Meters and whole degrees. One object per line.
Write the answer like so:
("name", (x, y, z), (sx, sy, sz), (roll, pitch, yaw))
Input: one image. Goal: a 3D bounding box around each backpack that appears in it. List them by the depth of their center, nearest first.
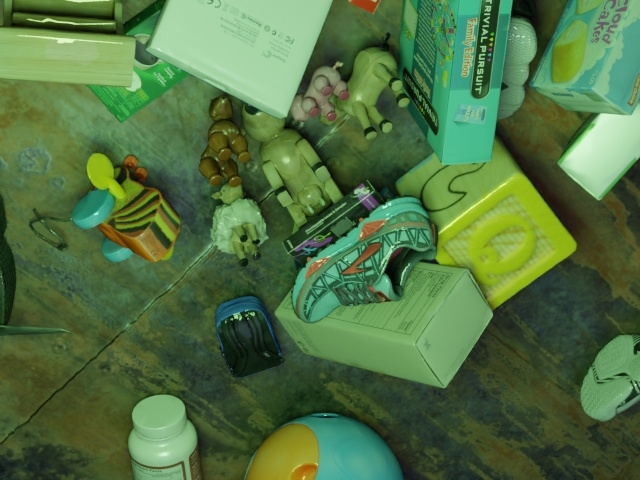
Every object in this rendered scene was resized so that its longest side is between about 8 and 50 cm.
("backpack", (-0.128, 0.152, 2.047), (0.098, 0.101, 0.120), (-21, 120, -2))

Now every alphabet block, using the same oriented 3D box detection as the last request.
("alphabet block", (0.261, -0.040, 1.966), (0.192, 0.197, 0.193), (-39, 122, 11))

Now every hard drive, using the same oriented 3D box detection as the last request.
("hard drive", (-0.083, -0.355, 1.674), (0.210, 0.040, 0.318), (25, 78, -22))

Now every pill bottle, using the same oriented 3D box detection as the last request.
("pill bottle", (-0.270, 0.380, 2.141), (0.121, 0.121, 0.216), (-8, 122, -9))

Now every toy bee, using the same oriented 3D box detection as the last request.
("toy bee", (-0.302, -0.063, 1.831), (0.162, 0.298, 0.195), (-55, 149, -24))

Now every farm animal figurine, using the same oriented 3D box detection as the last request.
("farm animal figurine", (-0.034, -0.151, 1.857), (0.330, 0.172, 0.326), (-19, 136, -11))

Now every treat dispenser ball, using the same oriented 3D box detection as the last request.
("treat dispenser ball", (0.006, 0.447, 2.148), (0.288, 0.288, 0.288), (-6, 122, -10))

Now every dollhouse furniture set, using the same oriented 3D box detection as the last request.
("dollhouse furniture set", (-0.318, -0.428, 1.551), (0.362, 0.256, 0.394), (2, 120, -15))

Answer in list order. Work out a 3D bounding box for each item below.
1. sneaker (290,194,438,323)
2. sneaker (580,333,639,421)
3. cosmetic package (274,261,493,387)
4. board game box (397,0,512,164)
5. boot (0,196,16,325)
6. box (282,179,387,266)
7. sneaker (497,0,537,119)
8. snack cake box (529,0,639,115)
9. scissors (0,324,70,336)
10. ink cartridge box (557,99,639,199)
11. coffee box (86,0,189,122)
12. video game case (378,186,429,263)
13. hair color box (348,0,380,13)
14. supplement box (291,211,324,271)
("sneaker", (0.065, 0.051, 1.843), (0.262, 0.125, 0.104), (-42, 146, 18))
("sneaker", (0.664, 0.228, 2.263), (0.210, 0.137, 0.366), (37, 104, -26))
("cosmetic package", (0.095, 0.115, 1.939), (0.160, 0.309, 0.113), (-52, 128, -25))
("board game box", (0.188, -0.315, 1.745), (0.079, 0.254, 0.336), (-4, 122, -12))
("boot", (-0.562, 0.029, 1.894), (0.161, 0.083, 0.246), (1, 122, 0))
("box", (0.033, -0.015, 1.873), (0.162, 0.029, 0.116), (-36, 148, 7))
("sneaker", (0.273, -0.298, 1.868), (0.101, 0.153, 0.268), (9, 155, -1))
("snack cake box", (0.434, -0.321, 1.805), (0.089, 0.152, 0.264), (28, 84, -27))
("scissors", (-0.525, 0.145, 1.919), (0.297, 0.021, 0.109), (10, 127, 9))
("ink cartridge box", (0.459, -0.165, 1.921), (0.092, 0.219, 0.160), (40, 107, 2))
("coffee box", (-0.254, -0.267, 1.794), (0.184, 0.040, 0.113), (-35, 123, 9))
("video game case", (0.112, 0.001, 2.063), (0.119, 0.015, 0.166), (-38, 122, 10))
("hair color box", (0.059, -0.382, 1.739), (0.043, 0.141, 0.072), (22, 114, -25))
("supplement box", (0.000, 0.000, 1.983), (0.083, 0.083, 0.056), (-6, 124, 11))
